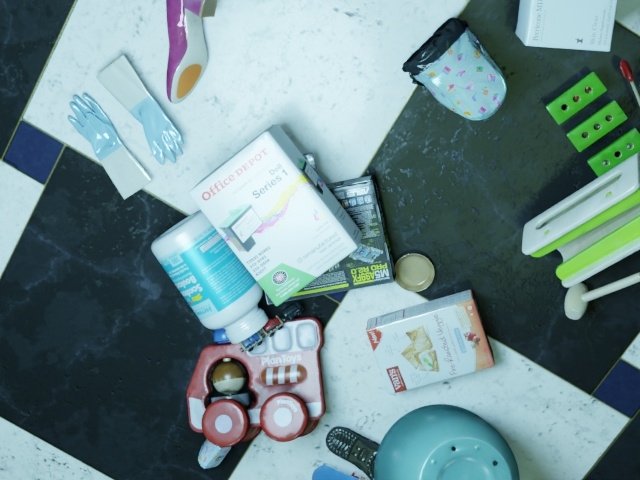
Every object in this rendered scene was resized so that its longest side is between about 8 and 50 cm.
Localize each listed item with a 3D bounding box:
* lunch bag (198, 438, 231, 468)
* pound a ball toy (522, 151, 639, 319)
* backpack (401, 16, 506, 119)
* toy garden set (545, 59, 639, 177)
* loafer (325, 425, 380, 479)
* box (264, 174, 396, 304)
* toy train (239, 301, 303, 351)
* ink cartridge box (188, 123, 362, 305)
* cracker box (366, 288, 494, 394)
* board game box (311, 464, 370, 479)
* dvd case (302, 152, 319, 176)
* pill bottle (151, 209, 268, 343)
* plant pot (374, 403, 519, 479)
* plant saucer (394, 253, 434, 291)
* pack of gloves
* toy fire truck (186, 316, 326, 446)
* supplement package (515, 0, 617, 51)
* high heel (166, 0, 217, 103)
[{"bbox_3d":[-0.231,0.459,2.066,0.053,0.083,0.071,35,107,-5],"label":"lunch bag"},{"bbox_3d":[0.541,-0.009,1.789,0.208,0.136,0.319,37,133,-17],"label":"pound a ball toy"},{"bbox_3d":[0.261,-0.305,1.749,0.152,0.115,0.182,-42,102,14],"label":"backpack"},{"bbox_3d":[0.582,-0.224,1.778,0.203,0.049,0.244,-37,100,17],"label":"toy garden set"},{"bbox_3d":[0.112,0.469,2.038,0.220,0.078,0.080,36,91,1],"label":"loafer"},{"bbox_3d":[0.000,0.000,1.897,0.270,0.060,0.216,-11,103,10],"label":"box"},{"bbox_3d":[-0.102,0.179,1.939,0.158,0.036,0.027,-36,60,-10],"label":"toy train"},{"bbox_3d":[-0.084,-0.051,1.784,0.201,0.117,0.278,-36,96,14],"label":"ink cartridge box"},{"bbox_3d":[0.227,0.212,1.945,0.232,0.067,0.156,-18,105,12],"label":"cracker box"},{"bbox_3d":[0.063,0.549,2.078,0.168,0.033,0.133,19,132,20],"label":"board game box"},{"bbox_3d":[-0.067,-0.049,1.853,0.164,0.018,0.221,-12,101,11],"label":"dvd case"},{"bbox_3d":[-0.215,0.078,1.902,0.146,0.146,0.264,-31,99,15],"label":"pill bottle"},{"bbox_3d":[0.265,0.480,1.883,0.292,0.235,0.293,0,82,-3],"label":"plant pot"},{"bbox_3d":[0.192,0.064,1.928,0.083,0.015,0.084,2,108,6],"label":"plant saucer"},{"bbox_3d":[-0.388,-0.229,1.892,0.195,0.046,0.232,-30,100,26],"label":"pack of gloves"},{"bbox_3d":[-0.134,0.297,1.981,0.302,0.169,0.254,-7,81,10],"label":"toy fire truck"},{"bbox_3d":[0.432,-0.475,1.627,0.145,0.204,0.262,4,109,5],"label":"supplement package"},{"bbox_3d":[-0.278,-0.392,1.814,0.117,0.082,0.244,37,127,27],"label":"high heel"}]
